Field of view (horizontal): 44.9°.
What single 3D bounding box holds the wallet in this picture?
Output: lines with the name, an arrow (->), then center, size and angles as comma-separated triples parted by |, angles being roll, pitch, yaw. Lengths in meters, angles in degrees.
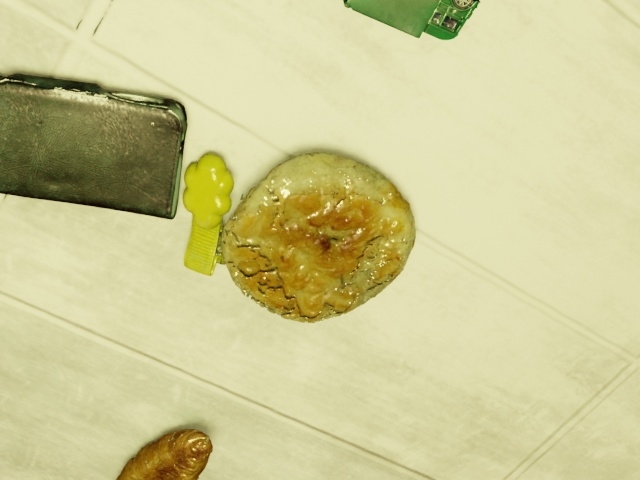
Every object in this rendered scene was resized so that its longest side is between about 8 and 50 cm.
wallet -> -0.331, -0.122, 0.971 | 0.317, 0.045, 0.173 | 7, 124, -11

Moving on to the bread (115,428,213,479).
bread -> -0.250, 0.370, 1.269 | 0.233, 0.076, 0.105 | -39, 106, 25

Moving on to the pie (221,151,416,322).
pie -> 0.000, 0.000, 1.061 | 0.274, 0.055, 0.274 | -8, 126, -11

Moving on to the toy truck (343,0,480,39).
toy truck -> 0.107, -0.288, 0.902 | 0.147, 0.065, 0.079 | 17, 121, -16

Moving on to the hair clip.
hair clip -> -0.155, -0.035, 1.040 | 0.072, 0.046, 0.173 | 18, 123, 9
